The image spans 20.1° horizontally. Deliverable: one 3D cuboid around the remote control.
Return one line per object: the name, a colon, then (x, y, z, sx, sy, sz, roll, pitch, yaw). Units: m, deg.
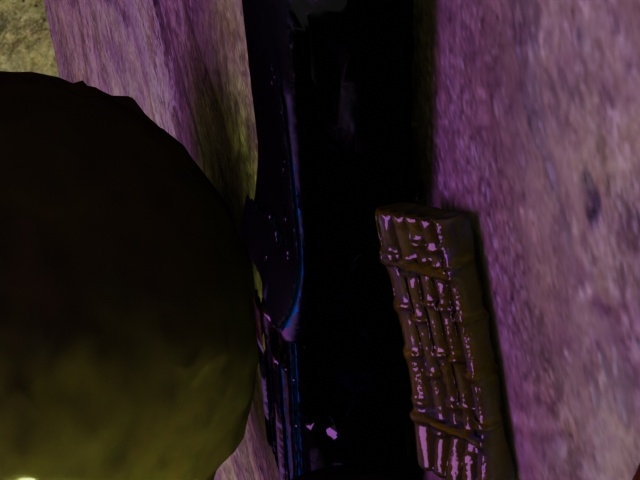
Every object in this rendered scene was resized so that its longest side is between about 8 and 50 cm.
remote control: (0.000, 0.000, 0.843, 0.144, 0.062, 0.398, -113, 15, -46)

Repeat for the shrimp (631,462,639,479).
shrimp: (0.103, 0.091, 0.457, 0.217, 0.051, 0.115, 96, 161, -65)

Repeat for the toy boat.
toy boat: (0.049, 0.043, 0.724, 0.063, 0.016, 0.115, 14, 117, 64)

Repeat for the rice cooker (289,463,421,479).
rice cooker: (0.025, 0.173, 0.769, 0.165, 0.112, 0.106, -122, 28, -50)

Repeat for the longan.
longan: (-0.229, 0.054, 1.273, 0.391, 0.391, 0.391, 168, 90, -79)
